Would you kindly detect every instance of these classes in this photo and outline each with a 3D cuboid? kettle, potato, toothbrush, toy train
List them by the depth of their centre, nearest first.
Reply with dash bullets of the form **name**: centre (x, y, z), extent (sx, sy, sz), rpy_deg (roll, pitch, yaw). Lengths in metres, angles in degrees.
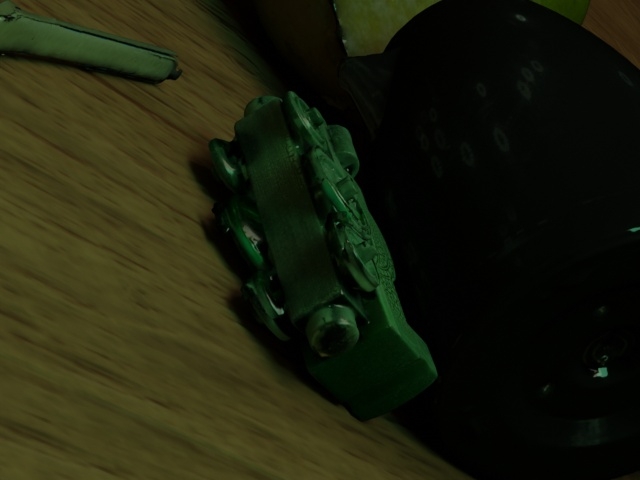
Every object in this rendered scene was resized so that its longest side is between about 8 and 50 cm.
- **toothbrush**: centre (-0.139, -0.099, 0.878), extent (0.028, 0.026, 0.294), rpy_deg (42, 14, 23)
- **toy train**: centre (0.000, 0.000, 0.956), extent (0.104, 0.071, 0.178), rpy_deg (45, 19, -43)
- **kettle**: centre (0.148, -0.023, 1.088), extent (0.268, 0.207, 0.290), rpy_deg (8, 39, -27)
- **potato**: centre (0.032, -0.200, 1.249), extent (0.239, 0.116, 0.299), rpy_deg (-9, 94, -49)

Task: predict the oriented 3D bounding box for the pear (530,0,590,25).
- **pear**: centre (0.124, -0.223, 1.486), extent (0.187, 0.187, 0.220), rpy_deg (33, 47, -44)
